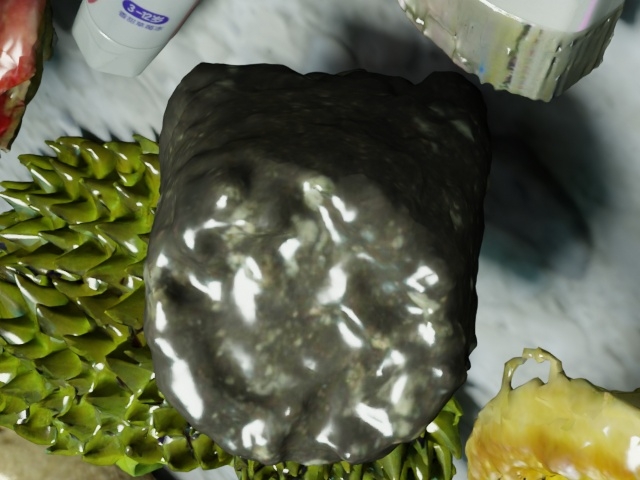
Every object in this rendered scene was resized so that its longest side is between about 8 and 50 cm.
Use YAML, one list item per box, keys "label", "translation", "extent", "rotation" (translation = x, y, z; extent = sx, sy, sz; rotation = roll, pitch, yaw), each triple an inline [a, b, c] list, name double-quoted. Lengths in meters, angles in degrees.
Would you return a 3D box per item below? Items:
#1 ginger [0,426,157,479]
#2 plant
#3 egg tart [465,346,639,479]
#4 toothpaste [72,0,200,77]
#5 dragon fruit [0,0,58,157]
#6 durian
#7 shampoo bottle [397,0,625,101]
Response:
- label: "ginger"
  translation: [-0.109, 0.234, 1.219]
  extent: [0.354, 0.126, 0.190]
  rotation: [53, 159, -14]
- label: "plant"
  translation: [0.000, 0.000, 0.730]
  extent: [0.129, 0.194, 0.132]
  rotation: [6, 106, -1]
- label: "egg tart"
  translation: [0.172, 0.125, 0.713]
  extent: [0.291, 0.107, 0.291]
  rotation: [30, 150, 20]
- label: "toothpaste"
  translation: [-0.054, -0.127, 0.769]
  extent: [0.067, 0.043, 0.194]
  rotation: [48, 147, 5]
- label: "dragon fruit"
  translation: [-0.261, -0.100, 0.869]
  extent: [0.250, 0.269, 0.291]
  rotation: [53, 150, 10]
- label: "durian"
  translation: [-0.068, 0.042, 0.974]
  extent: [0.355, 0.157, 0.169]
  rotation: [16, 175, 45]
- label: "shampoo bottle"
  translation: [0.070, -0.135, 0.561]
  extent: [0.086, 0.056, 0.227]
  rotation: [45, 153, 20]
